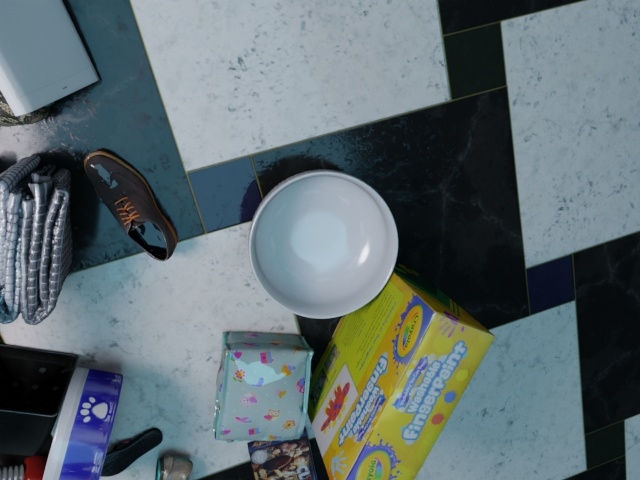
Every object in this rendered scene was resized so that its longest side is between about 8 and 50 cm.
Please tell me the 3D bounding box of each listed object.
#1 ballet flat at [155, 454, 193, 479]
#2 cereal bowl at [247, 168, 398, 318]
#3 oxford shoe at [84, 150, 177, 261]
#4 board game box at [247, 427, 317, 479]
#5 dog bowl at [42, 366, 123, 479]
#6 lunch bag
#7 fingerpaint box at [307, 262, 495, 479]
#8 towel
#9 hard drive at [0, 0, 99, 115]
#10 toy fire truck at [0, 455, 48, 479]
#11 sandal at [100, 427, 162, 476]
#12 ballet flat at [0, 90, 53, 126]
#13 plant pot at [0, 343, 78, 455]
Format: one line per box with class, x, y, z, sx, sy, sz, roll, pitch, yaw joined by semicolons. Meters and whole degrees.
ballet flat;-0.391;0.705;1.331;0.106;0.107;0.316;8;106;-23
cereal bowl;0.000;0.000;1.179;0.338;0.141;0.339;-2;105;-9
oxford shoe;-0.399;-0.071;1.089;0.097;0.098;0.271;-36;111;-1
board game box;-0.096;0.644;1.412;0.165;0.042;0.243;-14;109;-9
dog bowl;-0.518;0.419;1.123;0.104;0.265;0.265;14;103;-20
lunch bag;-0.144;0.368;1.256;0.223;0.160;0.262;4;100;-16
fingerpaint box;0.151;0.305;1.193;0.163;0.371;0.445;22;100;-19
towel;-0.552;-0.007;1.002;0.121;0.235;0.284;7;106;-19
hard drive;-0.529;-0.399;0.889;0.040;0.203;0.308;-4;121;22
toy fire truck;-0.726;0.533;1.181;0.217;0.158;0.246;4;106;-32
sandal;-0.486;0.531;1.291;0.179;0.040;0.067;-27;117;-20
ballet flat;-0.651;-0.431;0.896;0.182;0.164;0.483;-13;113;1
plant pot;-0.664;0.361;1.125;0.187;0.188;0.167;13;116;-17
